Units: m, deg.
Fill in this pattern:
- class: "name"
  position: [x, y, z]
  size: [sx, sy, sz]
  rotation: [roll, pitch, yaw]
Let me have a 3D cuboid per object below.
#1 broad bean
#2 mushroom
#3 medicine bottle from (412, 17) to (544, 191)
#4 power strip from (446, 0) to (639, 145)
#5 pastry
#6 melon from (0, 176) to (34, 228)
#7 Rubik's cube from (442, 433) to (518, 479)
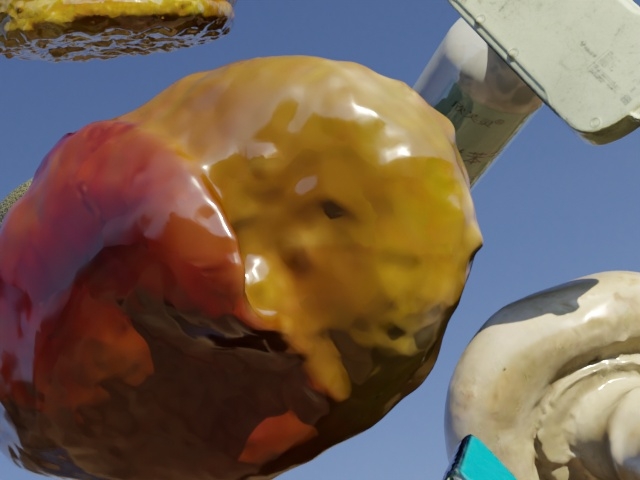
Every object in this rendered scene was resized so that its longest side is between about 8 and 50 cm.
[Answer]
- class: "broad bean"
  position: [-0.045, 0.019, 0.478]
  size: [0.228, 0.156, 0.122]
  rotation: [-26, -21, 31]
- class: "mushroom"
  position: [0.201, 0.125, 0.823]
  size: [0.206, 0.209, 0.206]
  rotation: [-22, -59, -41]
- class: "medicine bottle"
  position: [0.156, -0.151, 1.115]
  size: [0.110, 0.110, 0.352]
  rotation: [-6, -24, -22]
- class: "power strip"
  position: [0.137, -0.148, 0.770]
  size: [0.080, 0.227, 0.029]
  rotation: [-42, -31, 9]
- class: "pastry"
  position: [-0.190, -0.222, 1.103]
  size: [0.240, 0.132, 0.235]
  rotation: [0, -4, 4]
- class: "melon"
  position: [-0.198, -0.010, 0.974]
  size: [0.162, 0.099, 0.099]
  rotation: [-12, -25, 32]
- class: "Rubik's cube"
  position: [0.033, 0.231, 0.529]
  size: [0.284, 0.250, 0.234]
  rotation: [29, -75, -26]
